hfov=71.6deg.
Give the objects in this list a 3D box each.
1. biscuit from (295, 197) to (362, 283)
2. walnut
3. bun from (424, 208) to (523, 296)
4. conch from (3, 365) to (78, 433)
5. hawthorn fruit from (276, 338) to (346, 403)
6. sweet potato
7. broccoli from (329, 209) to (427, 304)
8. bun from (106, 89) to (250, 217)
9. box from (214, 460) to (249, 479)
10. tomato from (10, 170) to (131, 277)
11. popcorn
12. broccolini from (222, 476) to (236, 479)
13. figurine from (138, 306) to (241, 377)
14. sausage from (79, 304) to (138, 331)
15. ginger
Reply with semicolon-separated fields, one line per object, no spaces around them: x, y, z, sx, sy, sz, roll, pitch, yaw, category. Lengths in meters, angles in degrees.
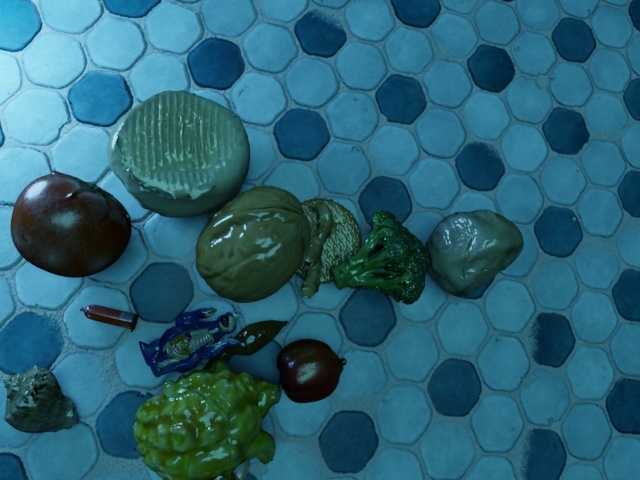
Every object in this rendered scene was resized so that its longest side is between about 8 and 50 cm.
0.000;0.000;1.297;0.254;0.035;0.254;1;83;-9;biscuit
-0.166;0.008;1.134;0.313;0.277;0.252;-32;105;25;walnut
0.423;0.018;1.271;0.281;0.281;0.205;-35;63;-12;bun
-0.702;0.408;1.104;0.155;0.130;0.207;-36;114;20;conch
-0.021;0.340;1.182;0.188;0.169;0.169;-18;85;-10;hawthorn fruit
-0.210;0.281;1.202;0.269;0.075;0.075;-31;87;-9;sweet potato
0.158;0.058;1.211;0.269;0.254;0.269;0;80;0;broccoli
-0.372;-0.215;1.187;0.359;0.211;0.360;5;76;-19;bun
-0.240;0.589;1.168;0.105;0.037;0.105;2;81;-10;box
-0.612;-0.030;1.091;0.265;0.265;0.265;1;81;-9;tomato
-0.271;0.430;1.068;0.335;0.279;0.274;-27;58;-1;popcorn
-0.301;0.600;1.117;0.194;0.054;0.052;20;99;-3;broccolini
-0.333;0.268;1.168;0.262;0.121;0.164;-16;45;-18;figurine
-0.562;0.201;1.172;0.145;0.048;0.050;15;118;-7;sausage
-0.016;0.019;1.238;0.089;0.075;0.288;16;78;-39;ginger
